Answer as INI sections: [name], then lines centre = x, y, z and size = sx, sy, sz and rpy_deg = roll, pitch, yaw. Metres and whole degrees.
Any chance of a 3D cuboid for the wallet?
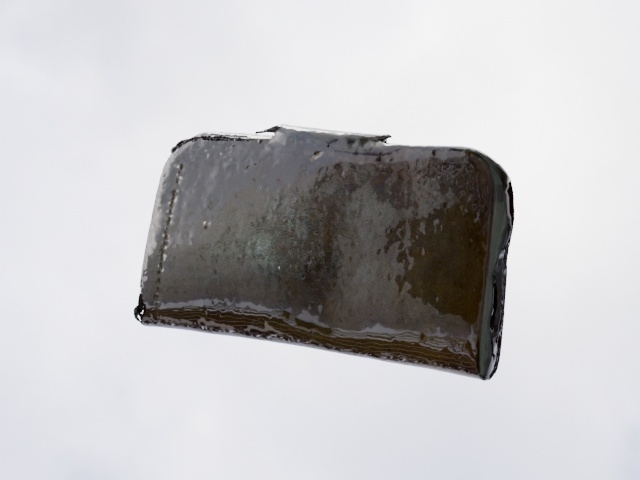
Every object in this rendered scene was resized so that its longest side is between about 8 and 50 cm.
[wallet]
centre = 0.000, 0.000, 0.952
size = 0.031, 0.255, 0.137
rpy_deg = 12, -94, -55
